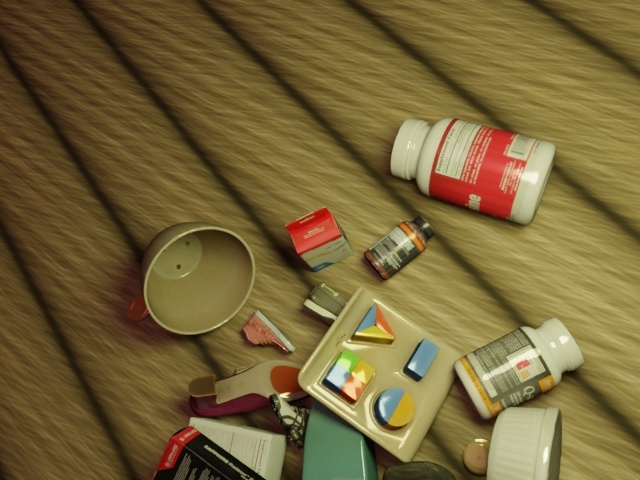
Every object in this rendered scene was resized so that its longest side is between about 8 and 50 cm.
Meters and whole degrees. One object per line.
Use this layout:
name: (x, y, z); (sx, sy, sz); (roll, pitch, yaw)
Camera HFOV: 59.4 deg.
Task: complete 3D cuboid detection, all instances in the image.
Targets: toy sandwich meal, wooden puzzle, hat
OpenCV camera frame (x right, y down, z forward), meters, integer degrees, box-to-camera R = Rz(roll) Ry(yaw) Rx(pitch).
toy sandwich meal: (0.397, 0.539, 1.402); (0.085, 0.029, 0.086); (-4, 75, 15)
wooden puzzle: (0.165, 0.322, 1.410); (0.347, 0.080, 0.322); (36, 63, 4)
hat: (0.230, 0.595, 1.307); (0.331, 0.331, 0.134); (-12, 45, 12)

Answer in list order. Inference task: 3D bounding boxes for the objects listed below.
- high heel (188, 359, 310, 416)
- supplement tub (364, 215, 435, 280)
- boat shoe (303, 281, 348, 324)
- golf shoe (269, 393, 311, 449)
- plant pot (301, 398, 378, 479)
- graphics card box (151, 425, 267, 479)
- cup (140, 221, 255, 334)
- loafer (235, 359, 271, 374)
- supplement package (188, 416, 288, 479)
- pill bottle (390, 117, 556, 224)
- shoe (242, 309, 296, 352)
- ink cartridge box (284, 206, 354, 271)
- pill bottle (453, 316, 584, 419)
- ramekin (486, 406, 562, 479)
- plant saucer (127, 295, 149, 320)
high heel: (-0.183, 0.432, 1.599); (0.376, 0.181, 0.127); (0, 55, -4)
supplement tub: (0.228, 0.017, 1.595); (0.197, 0.106, 0.106); (-38, 65, 0)
boat shoe: (0.098, 0.218, 1.558); (0.304, 0.109, 0.091); (28, 75, 20)
golf shoe: (-0.069, 0.461, 1.494); (0.093, 0.198, 0.077); (-32, 34, -10)
plant pot: (0.050, 0.521, 1.440); (0.165, 0.166, 0.235); (-9, 61, 13)
graphics card box: (-0.246, 0.661, 1.386); (0.370, 0.094, 0.233); (28, 101, 17)
cup: (-0.395, 0.079, 1.669); (0.331, 0.331, 0.237); (-52, 40, -6)
loafer: (-0.193, 0.368, 1.629); (0.125, 0.045, 0.039); (-23, 49, 11)
supplement package: (-0.231, 0.571, 1.516); (0.243, 0.134, 0.139); (6, 73, 19)
pill bottle: (0.413, -0.207, 1.551); (0.407, 0.229, 0.229); (20, 78, 22)
shoe: (-0.151, 0.285, 1.637); (0.178, 0.063, 0.081); (39, 87, 30)
ink cartridge box: (0.000, 0.000, 1.597); (0.134, 0.231, 0.078); (-26, 66, 7)
pill bottle: (0.485, 0.311, 1.383); (0.278, 0.162, 0.162); (-28, 66, 6)
ramekin: (0.464, 0.507, 1.272); (0.127, 0.273, 0.273); (4, 72, 29)
plant saucer: (-0.586, 0.218, 1.813); (0.083, 0.013, 0.084); (-6, 69, 15)
